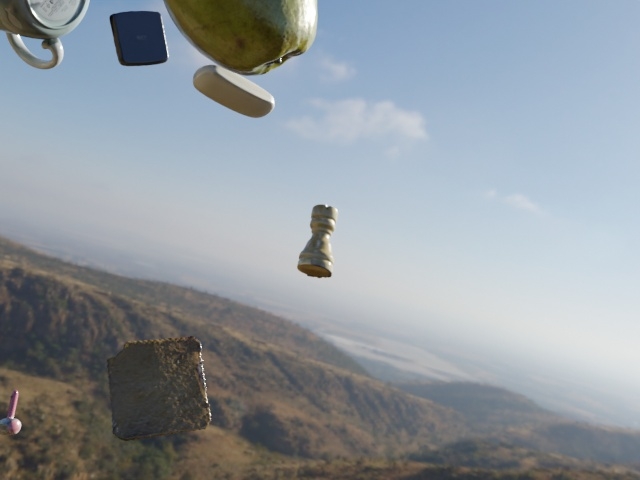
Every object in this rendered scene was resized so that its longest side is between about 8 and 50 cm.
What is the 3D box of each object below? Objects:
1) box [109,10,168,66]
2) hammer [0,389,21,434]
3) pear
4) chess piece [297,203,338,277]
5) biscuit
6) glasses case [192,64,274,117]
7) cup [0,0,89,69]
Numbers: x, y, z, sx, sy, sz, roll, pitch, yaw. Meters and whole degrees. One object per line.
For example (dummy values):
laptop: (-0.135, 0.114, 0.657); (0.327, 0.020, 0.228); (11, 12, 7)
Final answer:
box: (-0.428, -0.477, 1.669); (0.126, 0.125, 0.027); (-15, 11, -33)
hammer: (-0.581, 0.323, 1.326); (0.052, 0.083, 0.031); (-10, -24, 33)
pear: (-0.131, -0.414, 1.130); (0.252, 0.307, 0.253); (-28, -3, -2)
chess piece: (0.000, 0.000, 1.259); (0.066, 0.122, 0.066); (9, -23, 4)
biscuit: (-0.383, 0.346, 1.675); (0.236, 0.232, 0.013); (0, -21, -30)
glasses case: (-0.192, -0.332, 1.579); (0.081, 0.051, 0.204); (-28, -35, 36)
cup: (-0.720, -0.584, 1.725); (0.274, 0.357, 0.259); (21, 44, 28)
